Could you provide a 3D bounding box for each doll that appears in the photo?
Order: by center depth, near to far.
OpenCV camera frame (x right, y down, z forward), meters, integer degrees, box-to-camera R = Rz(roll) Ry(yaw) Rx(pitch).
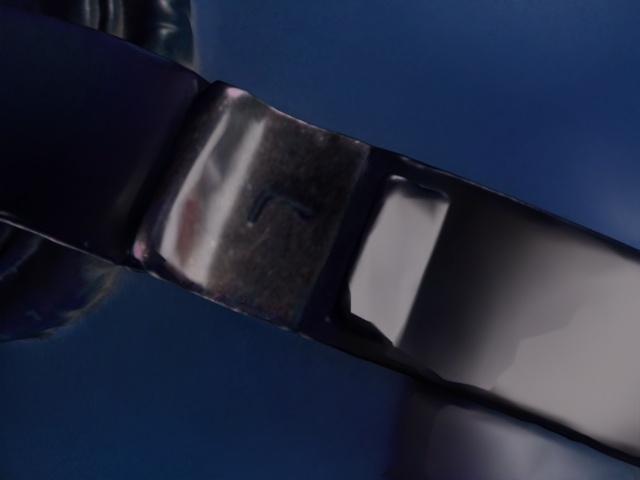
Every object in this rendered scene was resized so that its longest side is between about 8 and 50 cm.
[{"bbox_3d":[0.000,0.000,0.484,0.284,0.310,0.240,25,84,-49],"label":"doll"}]
